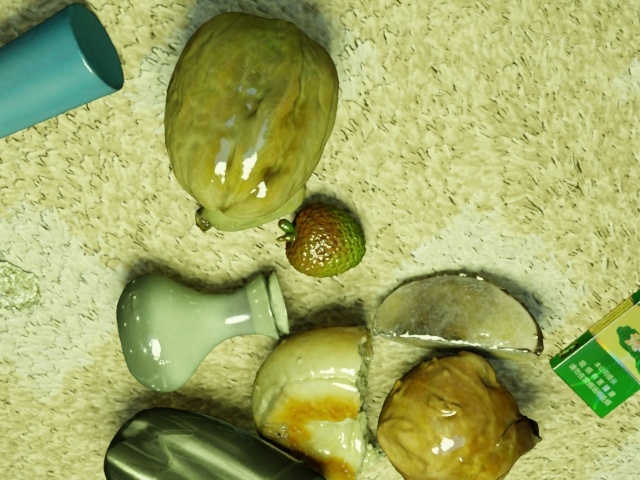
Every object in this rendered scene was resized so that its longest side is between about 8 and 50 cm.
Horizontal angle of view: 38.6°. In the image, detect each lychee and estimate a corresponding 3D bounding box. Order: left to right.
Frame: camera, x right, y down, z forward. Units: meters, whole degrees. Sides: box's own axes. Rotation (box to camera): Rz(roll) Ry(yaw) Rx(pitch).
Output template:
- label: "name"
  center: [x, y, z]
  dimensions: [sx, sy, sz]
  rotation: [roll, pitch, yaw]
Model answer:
- label: "lychee"
  center: [0.000, 0.000, 1.372]
  dimensions: [0.146, 0.114, 0.114]
  rotation: [11, 112, -24]

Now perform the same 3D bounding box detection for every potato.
- label: "potato"
  center: [0.222, 0.123, 1.439]
  dimensions: [0.261, 0.100, 0.120]
  rotation: [7, 71, 13]

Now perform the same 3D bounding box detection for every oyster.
- label: "oyster"
  center: [-0.497, 0.073, 1.447]
  dimensions: [0.100, 0.037, 0.098]
  rotation: [-5, 111, 3]

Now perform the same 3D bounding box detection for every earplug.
- label: "earplug"
  center: [-0.430, -0.217, 1.295]
  dimensions: [0.273, 0.132, 0.132]
  rotation: [-23, 109, 13]

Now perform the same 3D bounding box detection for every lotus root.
- label: "lotus root"
  center: [-0.107, -0.061, 1.361]
  dimensions: [0.183, 0.090, 0.077]
  rotation: [-17, 105, 15]

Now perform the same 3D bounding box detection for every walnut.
- label: "walnut"
  center: [-0.099, -0.167, 1.236]
  dimensions: [0.227, 0.283, 0.283]
  rotation: [20, 111, -27]

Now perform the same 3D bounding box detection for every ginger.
- label: "ginger"
  center: [0.196, 0.296, 1.421]
  dimensions: [0.223, 0.269, 0.200]
  rotation: [44, 72, 6]

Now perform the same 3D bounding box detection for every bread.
- label: "bread"
  center: [-0.008, 0.252, 1.425]
  dimensions: [0.192, 0.171, 0.314]
  rotation: [0, 131, 11]

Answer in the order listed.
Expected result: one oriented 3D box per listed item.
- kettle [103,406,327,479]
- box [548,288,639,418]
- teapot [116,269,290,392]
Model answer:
- label: "kettle"
  center: [-0.167, 0.379, 1.411]
  dimensions: [0.324, 0.321, 0.228]
  rotation: [27, 90, 23]
- label: "box"
  center: [0.499, 0.169, 1.463]
  dimensions: [0.235, 0.034, 0.132]
  rotation: [-42, 104, 15]
- label: "teapot"
  center: [-0.178, 0.125, 1.399]
  dimensions: [0.250, 0.183, 0.184]
  rotation: [-12, 110, -7]
